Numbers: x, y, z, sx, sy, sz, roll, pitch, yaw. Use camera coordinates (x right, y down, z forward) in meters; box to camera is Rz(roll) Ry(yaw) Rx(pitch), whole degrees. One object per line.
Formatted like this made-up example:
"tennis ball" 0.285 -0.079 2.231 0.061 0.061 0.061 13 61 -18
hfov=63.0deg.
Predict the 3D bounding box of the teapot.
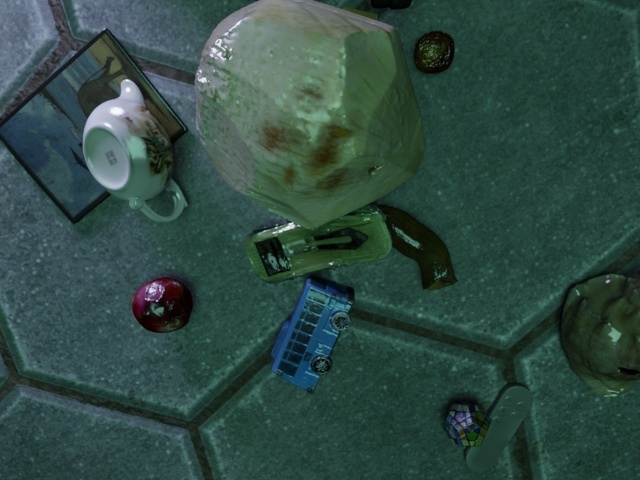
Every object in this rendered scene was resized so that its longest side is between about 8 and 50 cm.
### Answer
"teapot" -0.375 -0.170 1.055 0.204 0.139 0.298 -7 108 31

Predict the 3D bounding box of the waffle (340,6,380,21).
"waffle" 0.037 -0.406 0.997 0.092 0.135 0.021 -7 93 -35

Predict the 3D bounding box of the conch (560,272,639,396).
"conch" 0.648 0.202 1.107 0.263 0.186 0.324 19 103 16

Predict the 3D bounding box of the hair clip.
"hair clip" 0.000 -0.001 1.104 0.321 0.091 0.138 -12 113 25

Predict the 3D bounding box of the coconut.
"coconut" -0.007 -0.219 0.921 0.415 0.415 0.344 26 71 -4

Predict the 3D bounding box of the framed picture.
"framed picture" -0.494 -0.235 1.117 0.347 0.016 0.265 -35 100 10

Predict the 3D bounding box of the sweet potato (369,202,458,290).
"sweet potato" 0.178 0.005 1.114 0.286 0.085 0.112 36 107 -6

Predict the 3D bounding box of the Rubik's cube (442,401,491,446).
"Rubik's cube" 0.338 0.423 1.204 0.111 0.111 0.093 -1 76 2

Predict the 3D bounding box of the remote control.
"remote control" 0.423 0.447 1.244 0.077 0.022 0.245 25 103 -2

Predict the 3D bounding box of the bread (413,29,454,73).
"bread" 0.227 -0.373 1.037 0.085 0.053 0.085 0 104 2

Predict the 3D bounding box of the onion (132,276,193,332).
"onion" -0.345 0.143 1.151 0.131 0.131 0.131 0 104 2

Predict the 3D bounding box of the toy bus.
"toy bus" -0.019 0.203 1.155 0.133 0.116 0.234 23 101 -3

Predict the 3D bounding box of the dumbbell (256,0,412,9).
"dumbbell" 0.023 -0.506 0.946 0.388 0.185 0.185 -3 103 3
